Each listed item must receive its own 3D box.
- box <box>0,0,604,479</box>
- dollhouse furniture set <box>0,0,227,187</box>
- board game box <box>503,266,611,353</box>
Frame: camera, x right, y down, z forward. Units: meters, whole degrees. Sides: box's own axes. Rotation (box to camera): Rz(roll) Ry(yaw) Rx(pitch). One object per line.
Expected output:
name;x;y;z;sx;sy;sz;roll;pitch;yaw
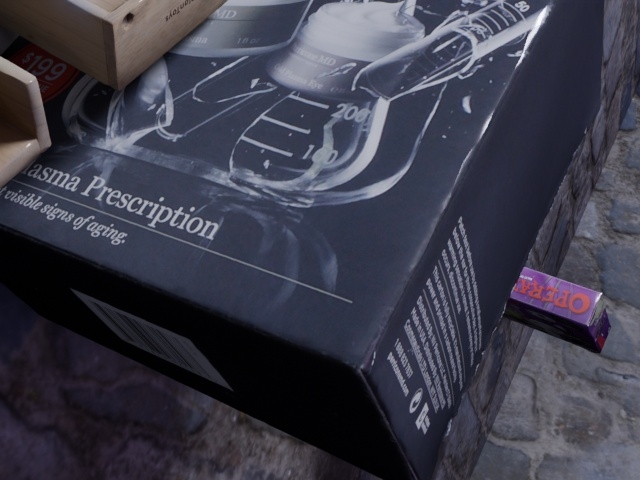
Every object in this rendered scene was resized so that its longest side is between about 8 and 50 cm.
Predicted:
box;-0.031;-0.066;0.498;0.312;0.343;0.179;-59;149;-24
dollhouse furniture set;-0.135;-0.238;0.274;0.303;0.174;0.355;-53;167;-33
board game box;0.191;0.049;0.965;0.056;0.347;0.208;-64;151;-10
